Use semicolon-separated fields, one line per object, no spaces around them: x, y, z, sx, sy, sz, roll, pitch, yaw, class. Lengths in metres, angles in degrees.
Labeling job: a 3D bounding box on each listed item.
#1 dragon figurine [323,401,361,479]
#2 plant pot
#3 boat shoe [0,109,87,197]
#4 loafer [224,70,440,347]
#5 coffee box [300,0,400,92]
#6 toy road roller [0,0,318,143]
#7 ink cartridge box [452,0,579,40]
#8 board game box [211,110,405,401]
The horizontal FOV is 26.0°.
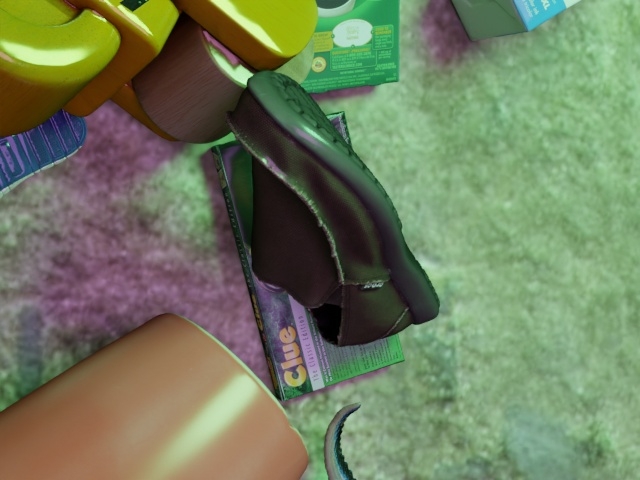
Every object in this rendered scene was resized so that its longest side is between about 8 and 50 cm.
0.042;0.300;1.372;0.144;0.085;0.289;10;92;-19;dragon figurine
-0.160;0.213;1.220;0.243;0.275;0.275;-43;106;-21;plant pot
-0.298;-0.068;1.236;0.183;0.066;0.066;-23;104;-21;boat shoe
0.000;0.000;1.210;0.130;0.134;0.366;-35;140;-1;loafer
0.019;-0.236;1.321;0.113;0.040;0.184;-10;114;-18;coffee box
-0.190;-0.169;1.154;0.329;0.202;0.240;36;57;-19;toy road roller
0.251;-0.287;1.369;0.231;0.134;0.078;-31;103;-13;ink cartridge box
-0.011;0.015;1.362;0.136;0.030;0.259;-17;99;-19;board game box
